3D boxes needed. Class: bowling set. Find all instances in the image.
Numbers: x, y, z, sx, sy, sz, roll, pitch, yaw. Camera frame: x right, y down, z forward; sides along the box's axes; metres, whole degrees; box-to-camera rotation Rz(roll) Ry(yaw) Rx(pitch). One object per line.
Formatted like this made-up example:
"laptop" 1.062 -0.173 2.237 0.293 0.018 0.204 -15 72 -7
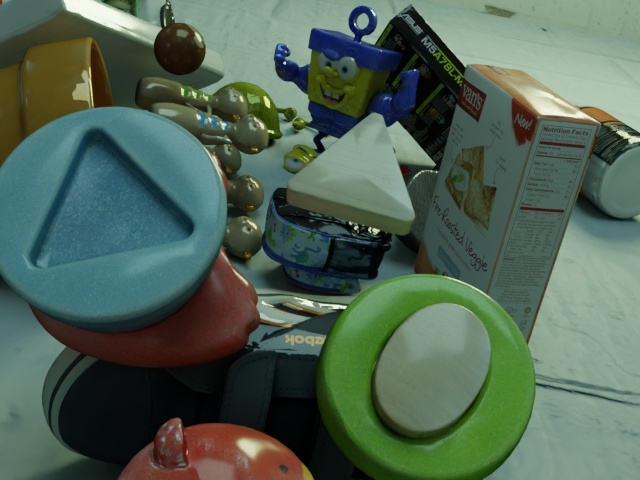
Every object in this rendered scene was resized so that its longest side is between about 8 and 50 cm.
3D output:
"bowling set" -0.115 -0.117 0.953 0.154 0.199 0.287 8 28 -23

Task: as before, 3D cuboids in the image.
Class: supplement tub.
"supplement tub" 0.398 -0.120 1.275 0.117 0.117 0.190 3 26 -19

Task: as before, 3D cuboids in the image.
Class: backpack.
"backpack" 0.000 0.000 0.878 0.114 0.084 0.105 12 24 -12

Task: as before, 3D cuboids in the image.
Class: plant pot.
"plant pot" -0.278 -0.065 0.788 0.188 0.205 0.205 -8 28 -6

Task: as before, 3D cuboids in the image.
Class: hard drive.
"hard drive" -0.268 -0.193 0.990 0.203 0.040 0.307 -16 -8 21

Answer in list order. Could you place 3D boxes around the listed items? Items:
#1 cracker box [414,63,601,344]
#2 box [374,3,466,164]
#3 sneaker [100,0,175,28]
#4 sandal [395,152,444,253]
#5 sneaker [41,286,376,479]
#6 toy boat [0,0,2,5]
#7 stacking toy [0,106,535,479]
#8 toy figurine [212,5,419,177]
"cracker box" 0.166 -0.033 0.847 0.067 0.232 0.155 4 25 -17
"box" 0.141 -0.200 1.197 0.045 0.190 0.184 -39 88 -15
"sneaker" -0.331 -0.336 1.404 0.182 0.158 0.410 -14 26 -12
"sandal" 0.136 -0.042 1.052 0.055 0.097 0.254 -22 6 31
"sneaker" -0.013 0.106 0.600 0.321 0.126 0.127 -5 31 -28
"toy boat" -0.482 -0.244 1.157 0.151 0.151 0.231 43 27 -2
"stacking toy" -0.026 0.038 0.491 0.280 0.130 0.308 -21 69 -13
"toy figurine" 0.026 -0.212 1.185 0.363 0.217 0.191 27 29 29
